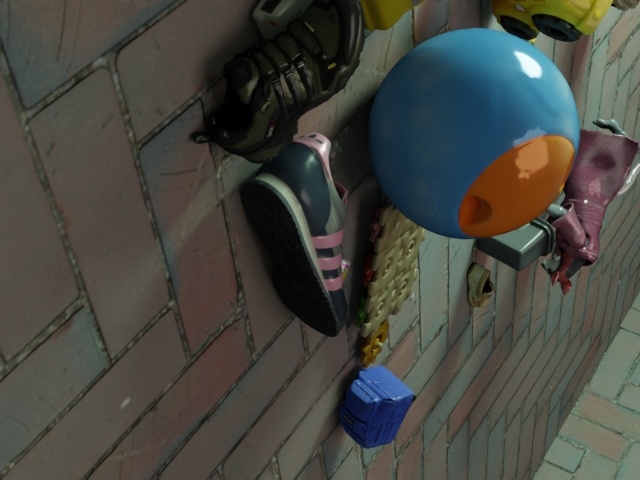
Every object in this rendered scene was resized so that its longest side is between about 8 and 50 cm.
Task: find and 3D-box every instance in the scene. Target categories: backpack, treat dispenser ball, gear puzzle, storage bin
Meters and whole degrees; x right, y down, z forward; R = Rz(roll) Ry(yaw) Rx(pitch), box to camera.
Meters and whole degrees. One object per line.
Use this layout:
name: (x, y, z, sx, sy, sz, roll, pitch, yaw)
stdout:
backpack: (0.081, 0.284, 1.674, 0.101, 0.098, 0.120, -6, 125, -38)
treat dispenser ball: (0.208, -0.145, 1.379, 0.288, 0.288, 0.288, -41, 143, -42)
gear puzzle: (0.103, 0.057, 1.613, 0.175, 0.044, 0.339, -37, 142, -49)
storage bin: (0.379, -0.007, 1.979, 0.091, 0.135, 0.098, -38, 142, -30)

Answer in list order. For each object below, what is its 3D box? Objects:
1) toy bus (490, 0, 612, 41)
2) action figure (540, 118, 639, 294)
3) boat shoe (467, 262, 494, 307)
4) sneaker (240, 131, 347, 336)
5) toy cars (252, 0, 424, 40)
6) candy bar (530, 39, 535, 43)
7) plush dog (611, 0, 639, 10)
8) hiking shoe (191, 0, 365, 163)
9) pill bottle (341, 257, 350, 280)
toy bus: (0.313, -0.412, 1.534, 0.211, 0.220, 0.150, 22, 90, -30)
action figure: (0.571, -0.059, 2.161, 0.248, 0.275, 0.370, 38, 61, -68)
boat shoe: (0.330, 0.099, 2.049, 0.050, 0.045, 0.135, -56, 151, -23)
sneaker: (0.000, 0.000, 1.295, 0.131, 0.112, 0.319, -51, 149, -26)
toy cars: (0.066, -0.323, 1.209, 0.393, 0.087, 0.177, -31, 134, -51)
candy bar: (0.366, -0.400, 1.786, 0.161, 0.018, 0.040, 28, 84, -64)
plush dog: (0.665, -0.580, 1.975, 0.211, 0.225, 0.262, -65, 153, -6)
hiking shoe: (-0.042, -0.177, 1.067, 0.114, 0.086, 0.227, 3, 128, -55)
pill bottle: (0.009, 0.061, 1.429, 0.043, 0.043, 0.083, 29, 84, -63)
